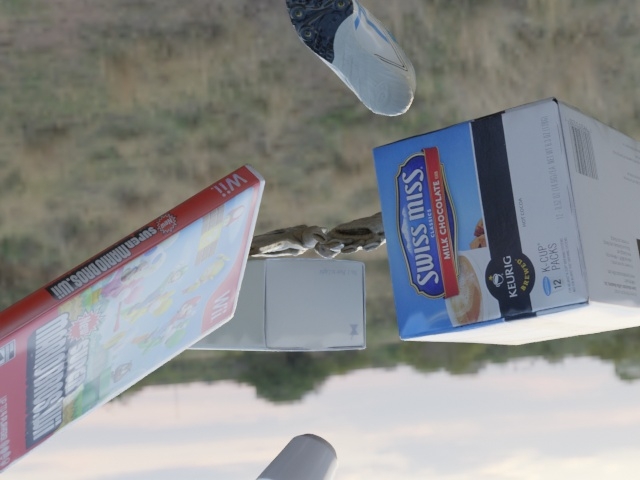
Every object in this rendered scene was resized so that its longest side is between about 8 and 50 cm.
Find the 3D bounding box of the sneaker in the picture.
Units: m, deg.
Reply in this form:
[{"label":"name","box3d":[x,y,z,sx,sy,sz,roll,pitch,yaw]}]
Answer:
[{"label":"sneaker","box3d":[0.032,-0.247,1.630,0.085,0.086,0.237,-29,124,18]}]

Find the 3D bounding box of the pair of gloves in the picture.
[{"label":"pair of gloves","box3d":[0.000,0.000,1.820,0.240,0.042,0.204,-8,-175,22]}]

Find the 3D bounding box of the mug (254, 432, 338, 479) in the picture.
[{"label":"mug","box3d":[-0.022,0.202,1.195,0.078,0.062,0.064,1,-136,41]}]

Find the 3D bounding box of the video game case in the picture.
[{"label":"video game case","box3d":[-0.169,0.071,1.074,0.285,0.025,0.204,-34,157,-31]}]

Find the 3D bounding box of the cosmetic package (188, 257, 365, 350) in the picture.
[{"label":"cosmetic package","box3d":[-0.100,0.084,1.746,0.160,0.113,0.309,3,174,-40]}]

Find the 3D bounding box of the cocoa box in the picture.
[{"label":"cocoa box","box3d":[0.247,-0.005,1.608,0.228,0.231,0.347,-13,169,28]}]
